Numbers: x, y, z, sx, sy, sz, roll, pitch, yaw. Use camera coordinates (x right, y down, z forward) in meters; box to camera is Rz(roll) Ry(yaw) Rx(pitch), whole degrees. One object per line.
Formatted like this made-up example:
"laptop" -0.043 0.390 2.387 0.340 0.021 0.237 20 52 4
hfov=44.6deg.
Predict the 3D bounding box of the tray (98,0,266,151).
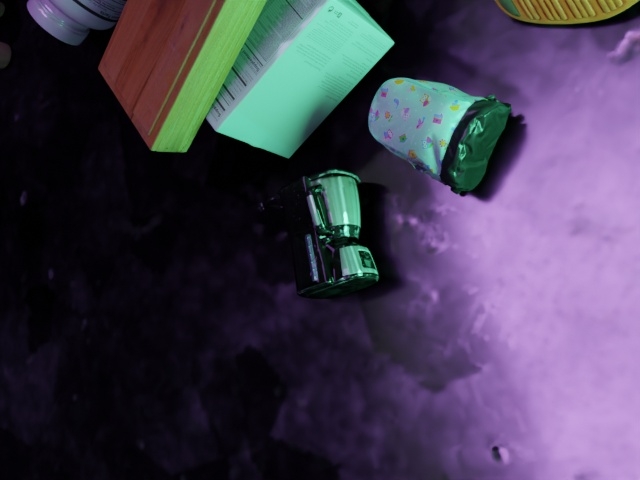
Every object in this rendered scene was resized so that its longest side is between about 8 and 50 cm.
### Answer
"tray" -0.184 -0.349 1.120 0.203 0.076 0.411 53 125 27

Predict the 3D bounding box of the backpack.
"backpack" 0.162 -0.168 1.129 0.182 0.115 0.152 33 103 33

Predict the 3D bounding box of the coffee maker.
"coffee maker" 0.000 0.000 1.217 0.171 0.120 0.178 -28 66 50

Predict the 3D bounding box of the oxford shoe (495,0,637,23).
"oxford shoe" 0.405 -0.396 1.033 0.363 0.130 0.133 -11 44 37

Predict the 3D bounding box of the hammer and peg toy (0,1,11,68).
"hammer and peg toy" -0.859 -0.516 1.797 0.266 0.127 0.361 -34 67 23

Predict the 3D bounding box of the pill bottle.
"pill bottle" -0.420 -0.538 1.500 0.323 0.181 0.181 -43 63 19

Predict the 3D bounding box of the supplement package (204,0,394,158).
"supplement package" -0.069 -0.307 1.239 0.263 0.199 0.198 -45 62 19
